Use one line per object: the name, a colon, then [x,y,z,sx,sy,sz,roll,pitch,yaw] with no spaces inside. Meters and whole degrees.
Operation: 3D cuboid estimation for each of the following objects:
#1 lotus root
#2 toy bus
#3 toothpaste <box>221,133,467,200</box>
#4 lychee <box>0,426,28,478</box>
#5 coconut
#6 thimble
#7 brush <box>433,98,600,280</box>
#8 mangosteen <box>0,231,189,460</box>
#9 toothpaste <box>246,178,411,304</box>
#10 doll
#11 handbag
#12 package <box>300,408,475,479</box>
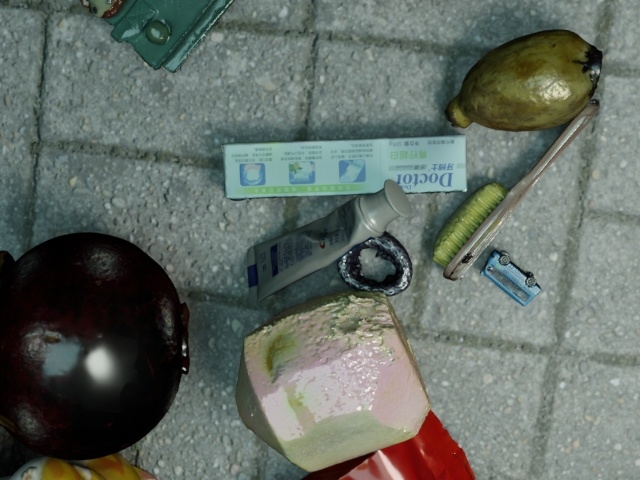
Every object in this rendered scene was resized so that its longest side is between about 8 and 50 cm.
lotus root: [0.261,-0.200,1.062,0.214,0.138,0.138,-18,94,21]
toy bus: [0.265,0.051,1.136,0.083,0.038,0.046,40,103,3]
toothpaste: [0.034,-0.101,1.138,0.337,0.067,0.081,-1,95,8]
lychee: [-0.572,0.315,1.176,0.300,0.300,0.300,1,96,8]
coconut: [0.004,0.184,1.090,0.245,0.233,0.233,-21,93,6]
thimble: [0.076,0.035,1.148,0.095,0.066,0.104,-40,90,8]
brush: [0.259,-0.078,1.112,0.067,0.072,0.313,42,100,16]
mangosteen: [-0.351,0.138,1.094,0.347,0.307,0.306,0,97,-7]
toothpaste: [0.000,0.000,1.118,0.266,0.061,0.096,-28,49,28]
doll: [-0.356,0.373,1.151,0.167,0.269,0.162,-26,86,13]
handbag: [-0.228,-0.413,1.124,0.274,0.100,0.268,-44,90,10]
package: [0.028,0.424,1.171,0.424,0.123,0.196,-36,93,12]
